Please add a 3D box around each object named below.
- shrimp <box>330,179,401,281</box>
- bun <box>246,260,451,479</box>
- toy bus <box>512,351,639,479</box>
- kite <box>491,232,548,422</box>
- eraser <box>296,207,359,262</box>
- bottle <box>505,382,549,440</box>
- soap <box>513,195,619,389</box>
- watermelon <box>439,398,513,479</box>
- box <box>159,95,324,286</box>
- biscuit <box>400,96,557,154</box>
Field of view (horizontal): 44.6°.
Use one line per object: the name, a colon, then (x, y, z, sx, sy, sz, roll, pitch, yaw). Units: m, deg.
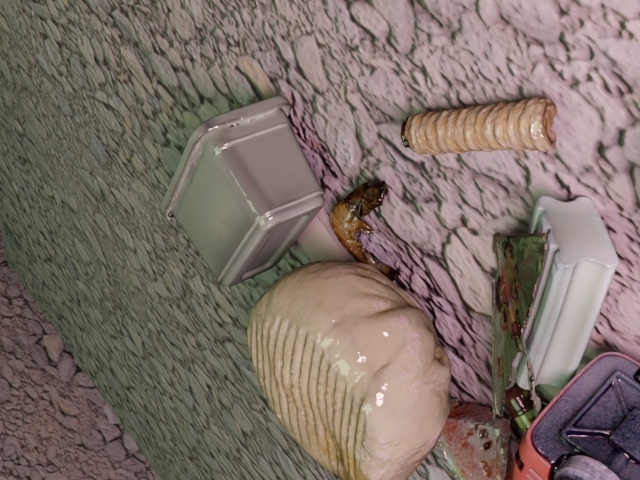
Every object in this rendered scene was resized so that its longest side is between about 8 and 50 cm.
shrimp: (0.081, -0.009, 1.154, 0.147, 0.035, 0.195, 60, 153, 5)
bun: (0.053, 0.187, 1.175, 0.365, 0.219, 0.365, 37, 140, 39)
toy bus: (0.409, 0.326, 0.804, 0.427, 0.203, 0.233, 38, 146, 29)
kite: (0.222, 0.086, 0.896, 0.267, 0.013, 0.322, -89, 0, -49)
eraser: (0.000, 0.000, 1.291, 0.150, 0.023, 0.104, 56, 148, 8)
bottle: (0.284, 0.242, 1.056, 0.101, 0.063, 0.047, 57, 177, 12)
soap: (0.263, 0.062, 0.877, 0.119, 0.067, 0.198, -88, 2, -49)
watermelon: (0.250, 0.303, 1.142, 0.187, 0.071, 0.139, 56, 142, 24)
box: (-0.121, -0.061, 1.258, 0.182, 0.175, 0.312, 60, 149, 12)
biscuit: (0.180, -0.127, 0.904, 0.219, 0.055, 0.061, 3, 100, 54)
